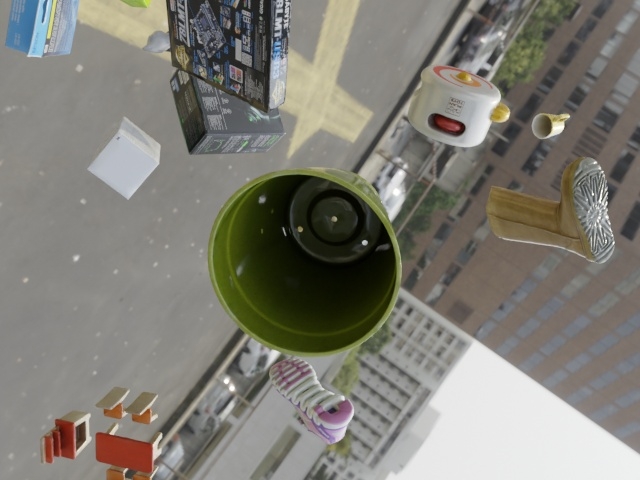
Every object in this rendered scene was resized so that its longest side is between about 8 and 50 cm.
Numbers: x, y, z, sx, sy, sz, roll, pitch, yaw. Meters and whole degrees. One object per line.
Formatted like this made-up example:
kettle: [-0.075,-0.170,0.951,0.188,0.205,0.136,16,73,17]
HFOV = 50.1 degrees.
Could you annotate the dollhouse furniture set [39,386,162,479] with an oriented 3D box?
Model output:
dollhouse furniture set: [-0.521,0.500,1.649,0.135,0.259,0.262,-46,142,-70]

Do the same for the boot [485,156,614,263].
boot: [0.443,-0.074,1.385,0.089,0.269,0.236,-31,118,-22]

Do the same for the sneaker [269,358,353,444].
sneaker: [-0.025,0.343,1.441,0.095,0.236,0.105,-26,131,-29]

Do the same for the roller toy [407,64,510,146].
roller toy: [0.311,-0.317,1.581,0.191,0.209,0.146,-6,128,-33]

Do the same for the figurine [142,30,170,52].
figurine: [-0.385,-0.575,1.937,0.209,0.092,0.215,-13,-165,10]

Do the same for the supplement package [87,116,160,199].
supplement package: [-0.537,-0.233,1.889,0.134,0.139,0.244,-48,-159,7]

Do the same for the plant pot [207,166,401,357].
plant pot: [0.000,0.000,1.422,0.366,0.366,0.353,-58,179,20]

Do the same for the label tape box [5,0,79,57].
label tape box: [-0.695,-0.593,1.699,0.348,0.115,0.249,-104,-151,-73]

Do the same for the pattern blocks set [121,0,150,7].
pattern blocks set: [-0.391,-0.465,1.114,0.285,0.324,0.026,29,79,-49]

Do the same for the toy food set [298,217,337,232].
toy food set: [-0.050,-0.066,1.670,0.192,0.132,0.038,-19,176,-34]

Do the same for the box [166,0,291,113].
box: [-0.200,-0.456,1.449,0.073,0.293,0.296,-42,151,-38]

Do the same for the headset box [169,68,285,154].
headset box: [-0.261,-0.390,1.994,0.283,0.246,0.131,-8,165,-36]

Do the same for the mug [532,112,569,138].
mug: [0.575,-0.284,1.694,0.064,0.078,0.062,-10,108,-33]
